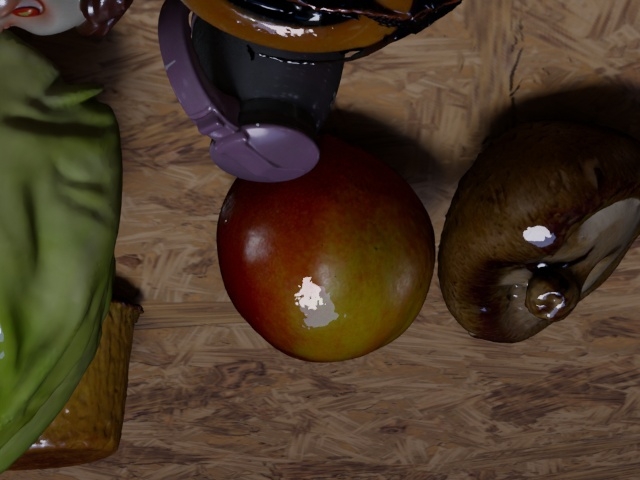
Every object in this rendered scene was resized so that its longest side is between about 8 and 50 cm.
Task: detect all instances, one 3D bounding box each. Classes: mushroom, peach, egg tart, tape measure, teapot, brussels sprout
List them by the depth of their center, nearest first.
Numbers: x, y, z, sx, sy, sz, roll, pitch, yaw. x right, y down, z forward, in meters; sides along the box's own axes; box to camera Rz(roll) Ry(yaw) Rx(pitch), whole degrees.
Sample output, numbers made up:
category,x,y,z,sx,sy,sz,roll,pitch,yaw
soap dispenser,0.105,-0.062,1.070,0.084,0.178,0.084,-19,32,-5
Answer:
category,x,y,z,sx,sy,sz,roll,pitch,yaw
tape measure,-0.005,-0.209,1.125,0.223,0.135,0.202,24,154,-34
teapot,-0.042,-0.120,1.271,0.116,0.146,0.148,-6,151,13
brussels sprout,-0.339,0.046,1.349,0.342,0.361,0.425,13,155,-1
mushroom,0.184,-0.017,1.463,0.138,0.194,0.231,39,138,10
peach,0.000,0.000,1.478,0.197,0.197,0.197,0,152,0
egg tart,-0.276,0.133,1.732,0.215,0.170,0.215,-6,167,-1

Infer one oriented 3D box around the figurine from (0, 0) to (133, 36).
category,x,y,z,sx,sy,sz,roll,pitch,yaw
figurine,-0.212,-0.188,1.164,0.226,0.160,0.183,8,153,-30
